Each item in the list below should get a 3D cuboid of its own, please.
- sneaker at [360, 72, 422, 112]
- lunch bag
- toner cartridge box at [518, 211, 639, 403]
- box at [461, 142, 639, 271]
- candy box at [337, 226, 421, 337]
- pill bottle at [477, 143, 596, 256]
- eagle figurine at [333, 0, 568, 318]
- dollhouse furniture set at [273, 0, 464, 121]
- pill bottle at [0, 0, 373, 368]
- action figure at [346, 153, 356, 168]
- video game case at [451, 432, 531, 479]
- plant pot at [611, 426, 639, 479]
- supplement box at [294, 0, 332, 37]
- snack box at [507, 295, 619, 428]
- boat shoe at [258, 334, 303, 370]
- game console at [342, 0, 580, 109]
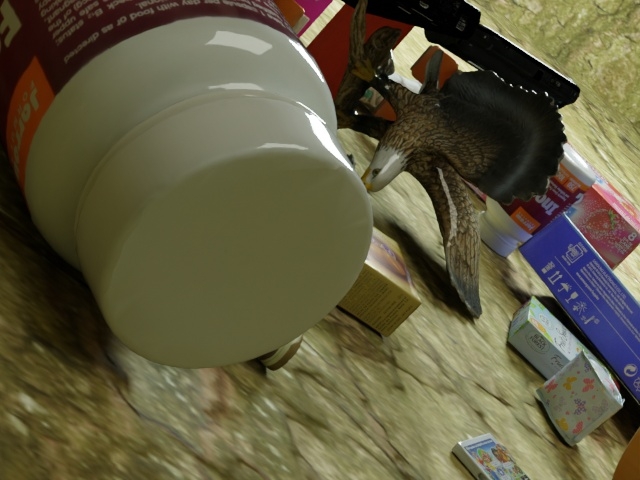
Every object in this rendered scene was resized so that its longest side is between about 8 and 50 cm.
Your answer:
[{"bbox_3d":[0.070,-0.192,2.103,0.212,0.080,0.094,43,27,23],"label":"sneaker"},{"bbox_3d":[0.269,0.166,1.670,0.053,0.071,0.083,39,15,-27],"label":"lunch bag"},{"bbox_3d":[0.377,0.135,1.923,0.348,0.075,0.165,55,7,33],"label":"toner cartridge box"},{"bbox_3d":[0.319,-0.059,2.235,0.257,0.122,0.128,45,18,6],"label":"box"},{"bbox_3d":[0.000,0.000,1.490,0.186,0.053,0.109,36,18,-28],"label":"candy box"},{"bbox_3d":[0.264,-0.053,2.046,0.086,0.152,0.086,39,18,-15],"label":"pill bottle"},{"bbox_3d":[0.128,-0.089,1.775,0.298,0.225,0.226,38,-5,20],"label":"eagle figurine"},{"bbox_3d":[0.077,-0.280,1.989,0.262,0.259,0.135,41,7,0],"label":"dollhouse furniture set"},{"bbox_3d":[-0.124,-0.107,1.171,0.224,0.224,0.392,27,23,-43],"label":"pill bottle"},{"bbox_3d":[-0.006,-0.070,1.642,0.137,0.063,0.232,25,28,-54],"label":"action figure"},{"bbox_3d":[0.171,0.220,1.419,0.122,0.011,0.087,49,18,17],"label":"video game case"},{"bbox_3d":[0.393,0.249,1.579,0.188,0.205,0.205,34,11,28],"label":"plant pot"},{"bbox_3d":[-0.058,-0.382,2.175,0.114,0.111,0.220,34,20,-31],"label":"supplement box"},{"bbox_3d":[0.271,0.133,1.809,0.141,0.037,0.100,44,16,-2],"label":"snack box"},{"bbox_3d":[-0.047,0.039,1.283,0.049,0.056,0.152,40,16,-29],"label":"boat shoe"},{"bbox_3d":[0.144,-0.239,1.849,0.361,0.044,0.213,27,0,-37],"label":"game console"}]
